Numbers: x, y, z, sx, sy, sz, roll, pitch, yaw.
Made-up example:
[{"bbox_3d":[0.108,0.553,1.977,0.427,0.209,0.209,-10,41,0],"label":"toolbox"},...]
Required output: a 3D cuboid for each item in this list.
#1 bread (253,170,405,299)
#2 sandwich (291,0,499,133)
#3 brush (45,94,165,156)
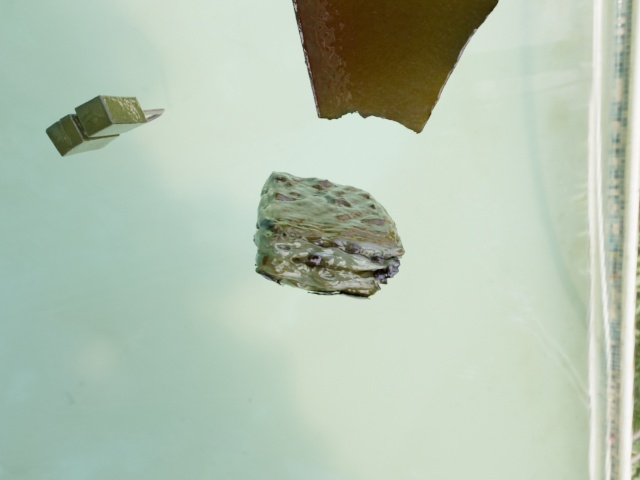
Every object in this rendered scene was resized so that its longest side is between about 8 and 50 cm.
[{"bbox_3d":[0.000,0.000,1.033,0.324,0.278,0.167,-105,-153,-60],"label":"bread"},{"bbox_3d":[0.028,-0.185,0.454,0.162,0.193,0.058,-62,-179,32],"label":"sandwich"},{"bbox_3d":[-0.310,-0.186,0.830,0.047,0.103,0.233,63,16,-9],"label":"brush"}]
